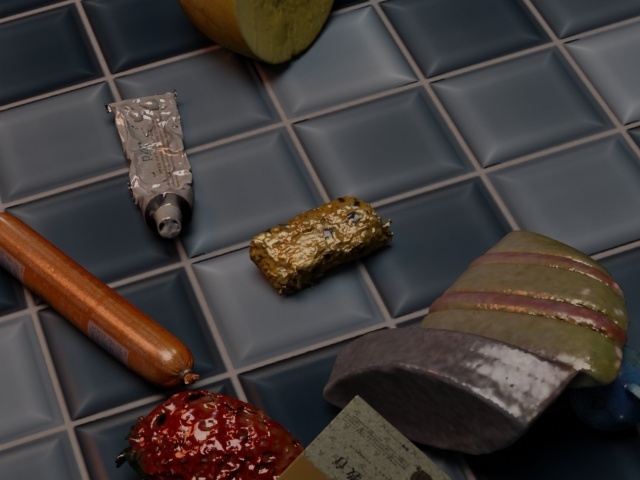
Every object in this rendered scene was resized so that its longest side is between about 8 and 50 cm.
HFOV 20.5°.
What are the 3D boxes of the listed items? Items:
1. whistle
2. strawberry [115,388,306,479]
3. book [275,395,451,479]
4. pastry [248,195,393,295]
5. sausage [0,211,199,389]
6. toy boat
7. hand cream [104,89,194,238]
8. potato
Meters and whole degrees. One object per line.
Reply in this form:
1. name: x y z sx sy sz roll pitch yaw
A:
1. whistle: 0.260 0.133 1.645 0.090 0.090 0.158 -25 12 -17
2. strawberry: -0.094 0.195 1.616 0.140 0.085 0.192 -36 53 -29
3. book: 0.024 0.232 1.579 0.118 0.012 0.172 41 58 8
4. pastry: 0.000 0.000 1.818 0.140 0.056 0.080 -29 60 -23
5. sausage: -0.242 0.059 1.791 0.053 0.053 0.348 -37 51 -27
6. toy boat: 0.167 0.085 1.642 0.293 0.111 0.276 -38 29 -20
7. hand cream: -0.177 -0.081 1.930 0.084 0.050 0.257 -12 38 -7
8. potato: -0.093 -0.309 2.080 0.158 0.178 0.203 11 71 38
